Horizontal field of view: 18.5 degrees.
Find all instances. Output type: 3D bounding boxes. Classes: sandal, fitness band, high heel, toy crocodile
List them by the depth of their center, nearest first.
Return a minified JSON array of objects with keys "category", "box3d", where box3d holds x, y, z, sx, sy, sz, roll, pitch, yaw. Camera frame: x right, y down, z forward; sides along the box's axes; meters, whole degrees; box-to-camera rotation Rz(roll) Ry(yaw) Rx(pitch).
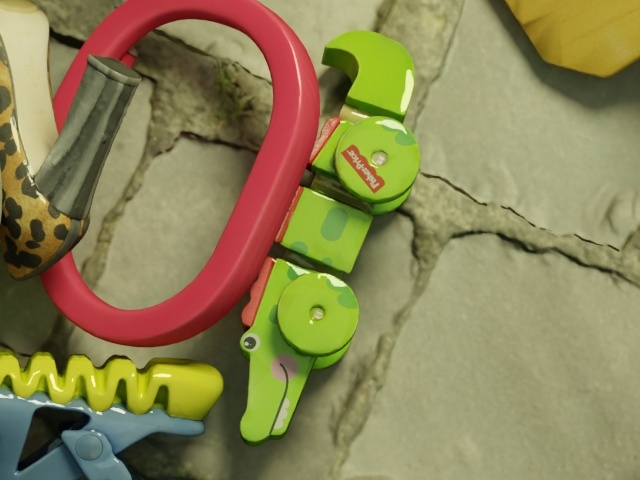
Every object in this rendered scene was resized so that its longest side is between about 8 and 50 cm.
[{"category":"high heel","box3d":[-0.263,-0.096,1.528,0.261,0.093,0.186,34,106,34]},{"category":"sandal","box3d":[-0.238,0.152,1.529,0.317,0.126,0.138,5,92,-2]},{"category":"fitness band","box3d":[-0.119,-0.059,1.534,0.209,0.054,0.290,23,89,21]},{"category":"toy crocodile","box3d":[0.000,0.000,1.548,0.105,0.115,0.340,21,85,2]}]

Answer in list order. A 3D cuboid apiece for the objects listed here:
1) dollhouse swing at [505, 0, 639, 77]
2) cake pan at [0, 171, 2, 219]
[{"category":"dollhouse swing","box3d":[0.303,-0.349,1.602,0.315,0.305,0.347,-33,90,-45]},{"category":"cake pan","box3d":[-0.367,-0.055,1.457,0.293,0.054,0.293,3,108,10]}]
